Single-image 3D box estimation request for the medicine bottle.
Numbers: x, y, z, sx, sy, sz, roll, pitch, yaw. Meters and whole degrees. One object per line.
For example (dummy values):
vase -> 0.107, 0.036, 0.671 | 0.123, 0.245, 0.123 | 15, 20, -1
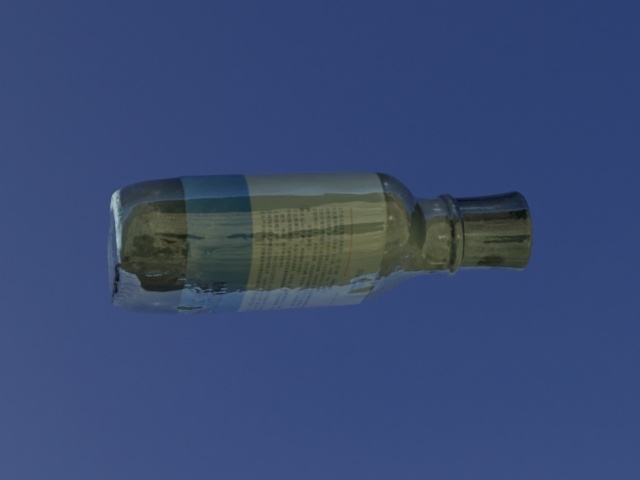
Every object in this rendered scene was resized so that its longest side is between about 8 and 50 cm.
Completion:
medicine bottle -> 0.000, 0.000, 0.746 | 0.208, 0.054, 0.090 | -3, -27, -13
